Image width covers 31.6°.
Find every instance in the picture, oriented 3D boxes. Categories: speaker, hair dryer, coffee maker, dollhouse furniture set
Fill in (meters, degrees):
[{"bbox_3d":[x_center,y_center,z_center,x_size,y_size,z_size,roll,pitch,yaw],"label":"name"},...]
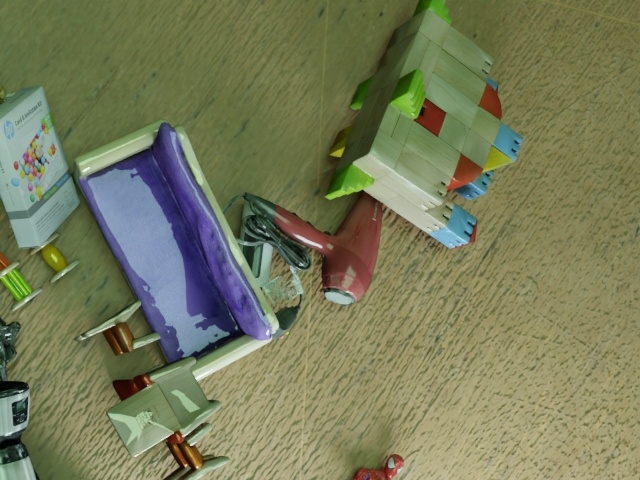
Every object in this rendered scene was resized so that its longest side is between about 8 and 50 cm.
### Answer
[{"bbox_3d":[-0.099,0.006,1.741,0.055,0.055,0.136,9,82,-16],"label":"speaker"},{"bbox_3d":[0.000,0.000,1.732,0.293,0.080,0.223,-28,103,-37],"label":"hair dryer"},{"bbox_3d":[-0.419,0.263,1.332,0.171,0.120,0.178,-8,91,-11],"label":"coffee maker"},{"bbox_3d":[-0.245,0.228,1.565,0.135,0.259,0.262,-30,93,-22],"label":"dollhouse furniture set"}]

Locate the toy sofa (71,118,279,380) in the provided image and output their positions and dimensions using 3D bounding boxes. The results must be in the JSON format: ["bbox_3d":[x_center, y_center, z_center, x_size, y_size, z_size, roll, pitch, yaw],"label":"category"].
[{"bbox_3d":[-0.215,0.017,1.640,0.150,0.177,0.362,-27,94,-19],"label":"toy sofa"}]

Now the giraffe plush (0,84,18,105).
[{"bbox_3d":[-0.505,-0.186,1.570,0.210,0.170,0.181,-31,94,-18],"label":"giraffe plush"}]

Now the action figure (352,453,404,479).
[{"bbox_3d":[0.058,0.445,1.708,0.091,0.139,0.280,38,73,-12],"label":"action figure"}]

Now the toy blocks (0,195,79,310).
[{"bbox_3d":[-0.439,0.008,1.629,0.123,0.054,0.148,-39,97,-24],"label":"toy blocks"}]

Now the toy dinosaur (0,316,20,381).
[{"bbox_3d":[-0.509,0.101,1.508,0.164,0.218,0.322,-8,44,-3],"label":"toy dinosaur"}]

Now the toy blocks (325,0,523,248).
[{"bbox_3d":[0.196,-0.170,1.791,0.261,0.191,0.381,32,63,-21],"label":"toy blocks"}]

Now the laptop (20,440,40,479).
[{"bbox_3d":[-0.458,0.302,1.503,0.137,0.234,0.264,-25,93,-17],"label":"laptop"}]

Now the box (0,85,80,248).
[{"bbox_3d":[-0.403,-0.103,1.570,0.038,0.145,0.186,-6,115,16],"label":"box"}]
